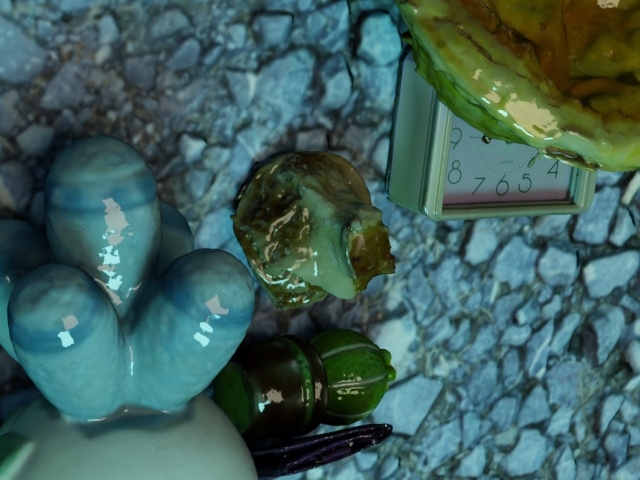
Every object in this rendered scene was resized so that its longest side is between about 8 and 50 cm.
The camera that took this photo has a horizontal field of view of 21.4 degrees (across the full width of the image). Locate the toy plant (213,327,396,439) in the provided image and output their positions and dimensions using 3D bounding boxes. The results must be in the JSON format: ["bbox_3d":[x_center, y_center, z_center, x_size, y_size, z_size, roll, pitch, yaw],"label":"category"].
[{"bbox_3d":[-0.008,0.124,1.489,0.162,0.093,0.093,-9,111,-33],"label":"toy plant"}]

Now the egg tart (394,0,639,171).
[{"bbox_3d":[0.177,-0.189,1.416,0.341,0.341,0.132,-5,153,-30],"label":"egg tart"}]

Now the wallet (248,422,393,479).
[{"bbox_3d":[-0.019,0.187,1.467,0.111,0.166,0.030,-9,83,-28],"label":"wallet"}]

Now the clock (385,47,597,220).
[{"bbox_3d":[0.161,-0.099,1.529,0.192,0.071,0.147,-2,108,-31],"label":"clock"}]

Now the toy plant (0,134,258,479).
[{"bbox_3d":[-0.159,0.082,1.307,0.247,0.247,0.332,-10,109,-29],"label":"toy plant"}]

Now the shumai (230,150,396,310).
[{"bbox_3d":[0.003,-0.003,1.436,0.145,0.116,0.145,-10,112,-27],"label":"shumai"}]
